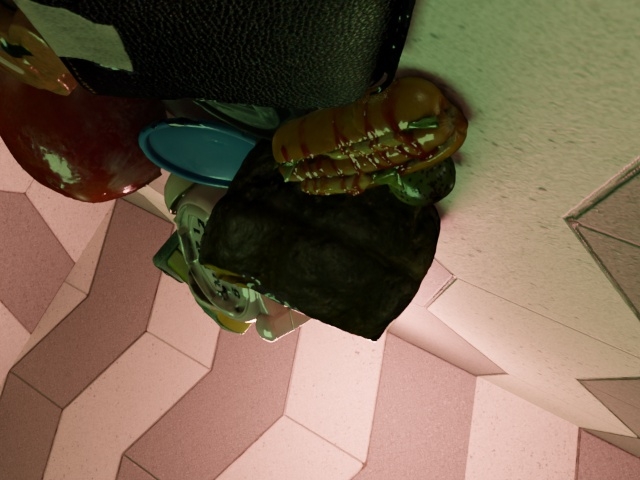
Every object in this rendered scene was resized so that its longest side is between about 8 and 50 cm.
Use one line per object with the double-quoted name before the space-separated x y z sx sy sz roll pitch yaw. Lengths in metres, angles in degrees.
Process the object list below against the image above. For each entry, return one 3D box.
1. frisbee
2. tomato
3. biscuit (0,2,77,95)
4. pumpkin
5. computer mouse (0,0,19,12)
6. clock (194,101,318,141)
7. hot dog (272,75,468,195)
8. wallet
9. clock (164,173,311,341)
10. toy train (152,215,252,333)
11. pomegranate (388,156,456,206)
"frisbee" -0.172 -0.147 1.149 0.242 0.045 0.242 10 162 3
"tomato" -0.404 -0.160 1.179 0.309 0.170 0.309 -4 152 -2
"biscuit" -0.389 -0.247 0.859 0.202 0.047 0.334 35 171 -20
"pumpkin" 0.006 -0.006 0.987 0.303 0.225 0.256 21 174 11
"computer mouse" -0.330 -0.284 0.867 0.237 0.081 0.145 35 169 -26
"clock" -0.104 -0.190 0.814 0.226 0.049 0.226 29 171 5
"hot dog" 0.034 -0.090 0.704 0.104 0.076 0.250 39 150 -31
"wallet" -0.065 -0.154 0.484 0.263 0.071 0.221 -2 172 -1
"clock" -0.169 0.012 1.426 0.326 0.184 0.341 17 122 43
"toy train" -0.244 0.041 1.745 0.397 0.253 0.160 35 176 40
"pomegranate" 0.112 -0.072 0.744 0.073 0.073 0.085 32 153 -17
